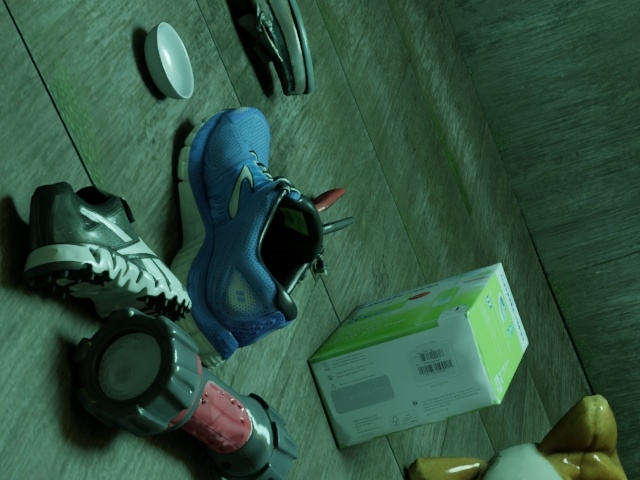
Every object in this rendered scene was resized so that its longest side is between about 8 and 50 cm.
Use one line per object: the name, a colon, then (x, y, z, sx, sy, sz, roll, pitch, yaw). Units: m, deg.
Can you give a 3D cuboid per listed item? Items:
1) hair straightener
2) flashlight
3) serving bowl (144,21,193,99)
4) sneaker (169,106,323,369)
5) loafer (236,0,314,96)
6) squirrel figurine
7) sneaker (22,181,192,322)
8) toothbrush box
hair straightener: (0.000, 0.000, 2.035, 0.230, 0.047, 0.089, -45, 116, -71)
flashlight: (-0.106, 0.155, 1.458, 0.304, 0.103, 0.103, 47, 56, -57)
serving bowl: (-0.163, -0.185, 1.725, 0.083, 0.027, 0.083, -18, 90, -73)
sneaker: (-0.062, -0.017, 1.679, 0.330, 0.147, 0.130, -91, 158, -44)
loafer: (-0.081, -0.303, 2.058, 0.096, 0.084, 0.267, -167, -120, -73)
squirrel figurine: (0.309, 0.474, 2.138, 0.397, 0.281, 0.370, 67, 9, -45)
sneaker: (-0.177, 0.009, 1.403, 0.234, 0.078, 0.106, 32, 46, -63)
toothbrush box: (0.128, 0.137, 2.038, 0.283, 0.206, 0.122, -35, 107, -72)
